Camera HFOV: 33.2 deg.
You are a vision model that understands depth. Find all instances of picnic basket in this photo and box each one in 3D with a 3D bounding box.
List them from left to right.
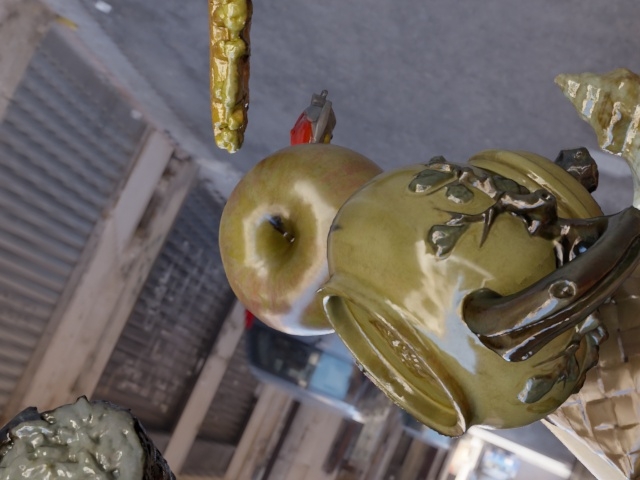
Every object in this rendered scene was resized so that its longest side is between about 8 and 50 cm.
[{"bbox_3d":[0.196,0.067,0.747,0.128,0.137,0.178,-1,-147,-49],"label":"picnic basket"}]

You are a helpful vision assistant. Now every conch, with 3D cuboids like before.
[{"bbox_3d":[0.438,-0.107,1.192,0.386,0.203,0.169,22,175,-15],"label":"conch"}]

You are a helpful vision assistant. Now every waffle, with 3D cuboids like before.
[{"bbox_3d":[-0.119,-0.270,1.403,0.058,0.300,0.281,0,-162,-5],"label":"waffle"}]

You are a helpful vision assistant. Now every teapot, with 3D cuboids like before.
[{"bbox_3d":[0.107,0.013,0.632,0.173,0.182,0.269,50,163,-7],"label":"teapot"}]

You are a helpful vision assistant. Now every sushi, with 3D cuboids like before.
[{"bbox_3d":[-0.350,0.338,1.287,0.211,0.350,0.170,45,157,32],"label":"sushi"}]

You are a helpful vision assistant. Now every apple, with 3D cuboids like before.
[{"bbox_3d":[0.000,0.000,1.413,0.257,0.256,0.234,19,-176,29],"label":"apple"}]

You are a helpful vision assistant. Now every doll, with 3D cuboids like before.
[{"bbox_3d":[-0.018,-0.135,1.579,0.062,0.194,0.104,13,166,7],"label":"doll"}]

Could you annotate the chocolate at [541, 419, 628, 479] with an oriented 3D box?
[{"bbox_3d":[0.309,0.152,1.444,0.445,0.162,0.162,44,172,2],"label":"chocolate"}]
